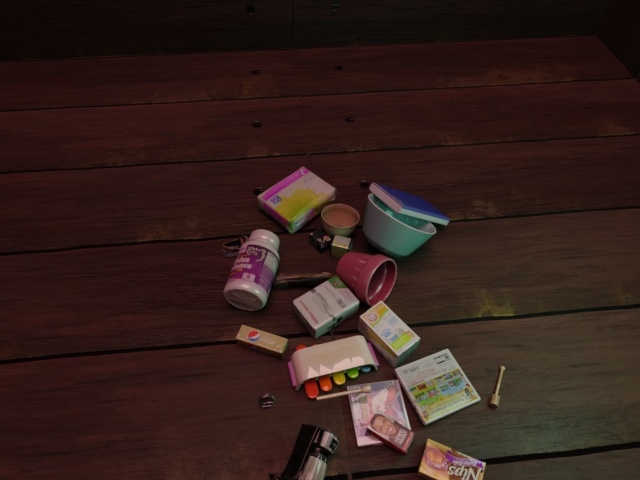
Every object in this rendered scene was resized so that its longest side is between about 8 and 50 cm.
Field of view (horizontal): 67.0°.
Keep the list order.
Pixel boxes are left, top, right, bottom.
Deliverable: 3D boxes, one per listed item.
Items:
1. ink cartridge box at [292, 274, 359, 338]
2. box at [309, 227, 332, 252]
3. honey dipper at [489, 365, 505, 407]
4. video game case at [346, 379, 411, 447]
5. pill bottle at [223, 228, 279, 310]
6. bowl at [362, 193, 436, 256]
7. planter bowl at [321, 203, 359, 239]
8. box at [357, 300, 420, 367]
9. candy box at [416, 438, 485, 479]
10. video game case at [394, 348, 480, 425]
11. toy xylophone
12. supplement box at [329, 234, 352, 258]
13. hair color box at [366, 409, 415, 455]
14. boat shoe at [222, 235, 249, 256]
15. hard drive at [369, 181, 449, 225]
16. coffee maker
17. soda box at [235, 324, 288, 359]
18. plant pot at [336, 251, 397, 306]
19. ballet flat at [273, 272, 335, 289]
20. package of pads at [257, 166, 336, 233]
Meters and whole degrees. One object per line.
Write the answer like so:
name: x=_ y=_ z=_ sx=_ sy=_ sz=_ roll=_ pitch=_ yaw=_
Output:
ink cartridge box: x=0.019 y=0.251 z=1.829 sx=0.208 sy=0.087 sz=0.153 roll=-28 pitch=58 yaw=-22
box: x=0.000 y=0.000 z=2.051 sx=0.062 sy=0.052 sz=0.083 roll=-30 pitch=57 yaw=-23
honey dipper: x=0.618 y=0.504 z=1.676 sx=0.030 sy=0.030 sz=0.160 roll=21 pitch=50 yaw=15
video game case: x=0.195 y=0.574 z=1.615 sx=0.183 sy=0.023 sz=0.201 roll=-6 pitch=52 yaw=-6
pill bottle: x=-0.256 y=0.107 z=1.888 sx=0.169 sy=0.169 sz=0.301 roll=9 pitch=52 yaw=6
bowl: x=0.296 y=-0.046 z=1.977 sx=0.312 sy=0.163 sz=0.311 roll=25 pitch=19 yaw=-9
planter bowl: x=0.078 y=-0.066 z=2.061 sx=0.162 sy=0.109 sz=0.162 roll=5 pitch=40 yaw=-4
box: x=0.243 y=0.338 z=1.753 sx=0.114 sy=0.103 sz=0.203 roll=-31 pitch=58 yaw=-24
candy box: x=0.403 y=0.707 z=1.493 sx=0.187 sy=0.053 sz=0.109 roll=19 pitch=53 yaw=15
video game case: x=0.400 y=0.499 z=1.664 sx=0.227 sy=0.026 sz=0.206 roll=-15 pitch=53 yaw=-20
toy xylophone: x=0.049 y=0.446 z=1.672 sx=0.323 sy=0.081 sz=0.236 roll=-5 pitch=48 yaw=-5
supplement box: x=0.086 y=0.030 z=2.009 sx=0.083 sy=0.083 sz=0.056 roll=13 pitch=53 yaw=11
hair color box: x=0.224 y=0.613 z=1.543 sx=0.141 sy=0.043 sz=0.072 roll=26 pitch=57 yaw=19
boat shoe: x=-0.321 y=0.018 z=2.023 sx=0.183 sy=0.066 sz=0.066 roll=-18 pitch=54 yaw=-15
hard drive: x=0.381 y=-0.154 z=2.052 sx=0.319 sy=0.040 sz=0.210 roll=10 pitch=26 yaw=-40
coffee maker: x=-0.048 y=0.661 z=1.481 sx=0.171 sy=0.120 sz=0.178 roll=16 pitch=52 yaw=13
soda box: x=-0.211 y=0.368 z=1.751 sx=0.181 sy=0.058 sz=0.061 roll=15 pitch=53 yaw=12
plant pot: x=0.168 y=0.132 z=1.873 sx=0.180 sy=0.201 sz=0.201 roll=24 pitch=53 yaw=37
ballet flat: x=-0.066 y=0.150 z=1.918 sx=0.250 sy=0.084 sz=0.058 roll=-6 pitch=53 yaw=2
package of pads: x=-0.098 y=-0.185 z=2.167 sx=0.229 sy=0.101 sz=0.296 roll=38 pitch=60 yaw=26
